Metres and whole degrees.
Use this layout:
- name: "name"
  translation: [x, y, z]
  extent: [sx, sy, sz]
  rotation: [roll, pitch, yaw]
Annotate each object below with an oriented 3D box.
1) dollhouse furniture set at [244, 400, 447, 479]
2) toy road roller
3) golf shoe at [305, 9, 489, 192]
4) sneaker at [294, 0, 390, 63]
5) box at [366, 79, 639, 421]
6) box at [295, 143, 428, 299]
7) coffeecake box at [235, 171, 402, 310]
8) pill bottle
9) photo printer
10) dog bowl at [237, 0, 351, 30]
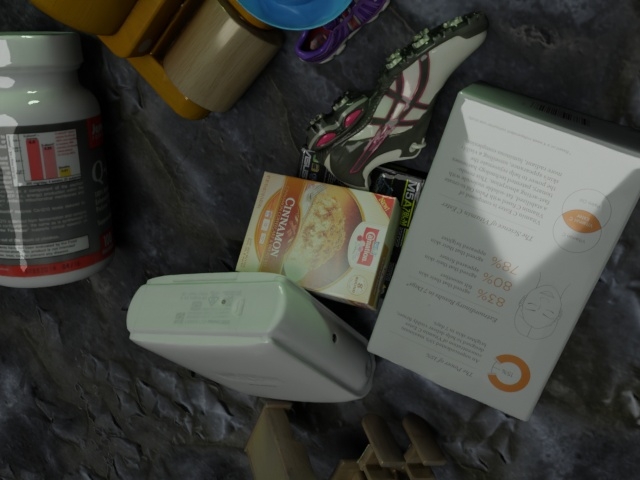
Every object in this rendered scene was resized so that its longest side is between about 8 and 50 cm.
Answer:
- name: "dollhouse furniture set"
  translation: [0.026, 0.348, 1.026]
  extent: [0.242, 0.161, 0.212]
  rotation: [10, 120, -28]
- name: "toy road roller"
  translation: [-0.228, -0.316, 0.847]
  extent: [0.329, 0.240, 0.202]
  rotation: [46, 118, 2]
- name: "golf shoe"
  translation: [0.109, -0.176, 0.839]
  extent: [0.273, 0.105, 0.120]
  rotation: [-37, 103, 22]
- name: "sneaker"
  translation: [0.030, -0.292, 0.847]
  extent: [0.068, 0.071, 0.170]
  rotation: [43, 117, 3]
- name: "box"
  translation: [0.224, 0.006, 0.816]
  extent: [0.215, 0.168, 0.345]
  rotation: [23, 114, 13]
- name: "box"
  translation: [0.045, -0.028, 0.948]
  extent: [0.184, 0.045, 0.190]
  rotation: [16, 112, 14]
- name: "coffeecake box"
  translation: [0.000, 0.000, 0.879]
  extent: [0.185, 0.068, 0.142]
  rotation: [13, 80, 18]
- name: "pill bottle"
  translation: [-0.438, -0.128, 1.015]
  extent: [0.210, 0.210, 0.363]
  rotation: [8, 111, 20]
- name: "photo printer"
  translation: [-0.080, 0.150, 0.940]
  extent: [0.256, 0.307, 0.107]
  rotation: [-3, 62, 30]
- name: "dog bowl"
  translation: [-0.011, -0.386, 0.769]
  extent: [0.166, 0.074, 0.297]
  rotation: [21, 93, -12]
